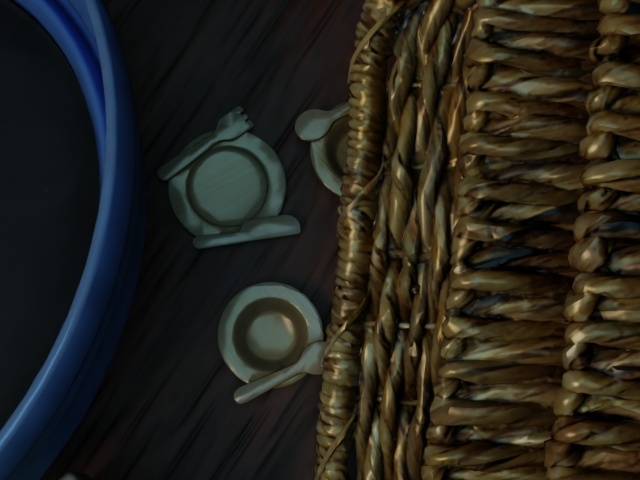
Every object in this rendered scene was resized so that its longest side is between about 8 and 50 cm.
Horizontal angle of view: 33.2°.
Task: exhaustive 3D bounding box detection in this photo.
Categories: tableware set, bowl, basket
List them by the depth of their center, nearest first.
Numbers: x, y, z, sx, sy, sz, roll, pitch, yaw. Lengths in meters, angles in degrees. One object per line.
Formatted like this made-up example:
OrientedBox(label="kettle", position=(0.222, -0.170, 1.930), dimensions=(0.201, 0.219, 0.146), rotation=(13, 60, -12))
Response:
OrientedBox(label="basket", position=(0.113, 0.027, 0.440), dimensions=(0.223, 0.213, 0.299), rotation=(7, 97, 0))
OrientedBox(label="bowl", position=(-0.265, -0.008, 0.494), dimensions=(0.391, 0.077, 0.391), rotation=(-4, 68, 9))
OrientedBox(label="tableware set", position=(0.000, 0.000, 0.568), dimensions=(0.141, 0.020, 0.169), rotation=(-20, 83, -2))

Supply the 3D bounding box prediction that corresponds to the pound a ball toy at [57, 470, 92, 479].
OrientedBox(label="pound a ball toy", position=(-0.024, 0.241, 0.486), dimensions=(0.208, 0.136, 0.319), rotation=(-41, 84, -16))
